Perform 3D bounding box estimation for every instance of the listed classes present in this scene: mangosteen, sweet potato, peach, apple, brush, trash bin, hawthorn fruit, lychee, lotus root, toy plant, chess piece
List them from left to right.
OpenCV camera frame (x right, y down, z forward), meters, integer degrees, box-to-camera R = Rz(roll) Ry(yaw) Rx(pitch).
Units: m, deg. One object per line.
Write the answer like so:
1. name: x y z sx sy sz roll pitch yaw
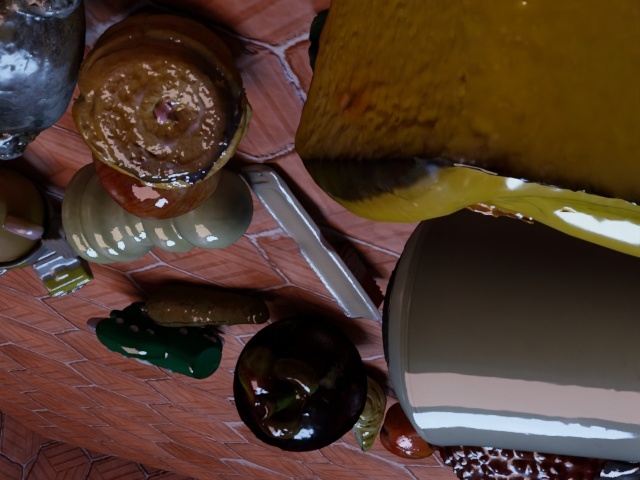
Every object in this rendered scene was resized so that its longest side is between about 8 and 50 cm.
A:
1. lotus root: -0.323 -0.206 1.096 0.175 0.175 0.349 26 151 -13
2. apple: -0.188 -0.096 1.255 0.131 0.146 0.146 -22 138 25
3. toy plant: -0.289 0.174 1.952 0.243 0.113 0.232 19 -173 6
4. chess piece: -0.198 -0.042 1.399 0.251 0.144 0.144 -2 149 36
5. sweet potato: -0.187 0.115 1.820 0.273 0.075 0.075 1 151 33
6. mangosteen: -0.043 0.238 1.743 0.228 0.228 0.265 14 -173 16
7. brush: 0.000 0.000 1.443 0.060 0.050 0.321 5 145 39
8. hawthorn fruit: 0.168 0.349 1.986 0.128 0.128 0.128 17 157 8
9. lychee: 0.274 0.220 1.417 0.300 0.264 0.264 24 159 -33
10. peach: 0.173 -0.116 0.785 0.380 0.242 0.306 6 178 2
11. trash bin: 0.278 0.096 1.130 0.432 0.280 0.280 3 152 28

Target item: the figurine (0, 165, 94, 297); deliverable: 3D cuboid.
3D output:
1. figurine: -0.484 -0.024 1.621 0.342 0.167 0.285 -5 161 5

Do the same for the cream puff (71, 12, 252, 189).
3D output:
1. cream puff: -0.159 -0.148 1.115 0.189 0.129 0.189 -4 119 -7

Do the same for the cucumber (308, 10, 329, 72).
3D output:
1. cucumber: 0.049 -0.164 1.009 0.115 0.062 0.116 -9 145 44

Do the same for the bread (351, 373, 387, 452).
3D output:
1. bread: 0.077 0.311 1.987 0.088 0.128 0.232 -18 158 -5

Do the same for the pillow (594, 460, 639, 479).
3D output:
1. pillow: 0.436 0.365 1.809 0.249 0.106 0.186 10 163 29
